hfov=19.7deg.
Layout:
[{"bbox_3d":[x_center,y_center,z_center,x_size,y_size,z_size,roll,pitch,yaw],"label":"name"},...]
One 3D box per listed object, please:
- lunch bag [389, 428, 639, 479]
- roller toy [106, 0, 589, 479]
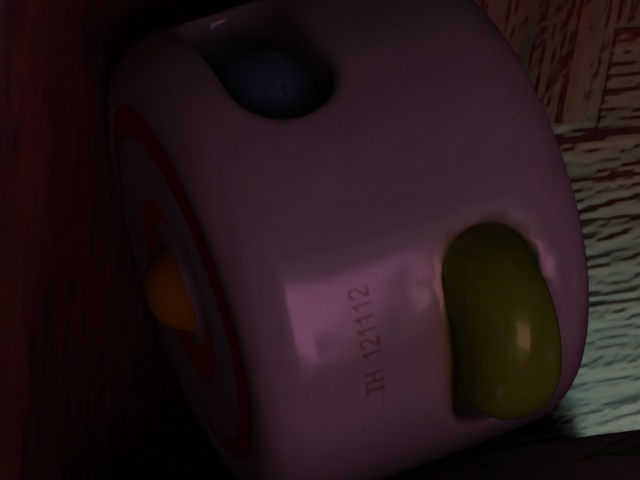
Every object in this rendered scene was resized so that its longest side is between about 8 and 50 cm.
[{"bbox_3d":[0.077,0.205,0.747,0.327,0.239,0.385,-17,170,-18],"label":"lunch bag"},{"bbox_3d":[0.000,0.000,0.720,0.146,0.191,0.209,-19,170,-15],"label":"roller toy"}]
